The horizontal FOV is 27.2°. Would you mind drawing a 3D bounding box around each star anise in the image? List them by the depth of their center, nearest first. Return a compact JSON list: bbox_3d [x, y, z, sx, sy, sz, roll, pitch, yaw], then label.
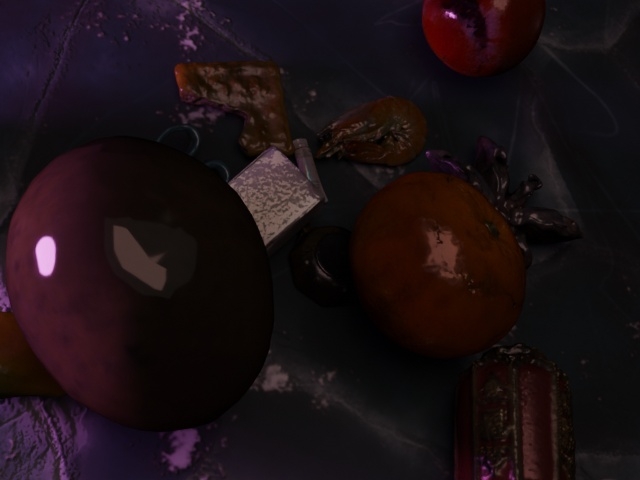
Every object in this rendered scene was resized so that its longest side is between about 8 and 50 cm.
[{"bbox_3d":[0.280,-0.062,2.112,0.198,0.110,0.258,-33,84,-28],"label":"star anise"}]

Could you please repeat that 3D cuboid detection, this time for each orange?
[{"bbox_3d":[0.171,0.038,1.945,0.284,0.226,0.284,37,34,-31],"label":"orange"}]

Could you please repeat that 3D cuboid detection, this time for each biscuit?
[{"bbox_3d":[-0.132,-0.206,2.097,0.174,0.039,0.183,-6,65,-21],"label":"biscuit"}]

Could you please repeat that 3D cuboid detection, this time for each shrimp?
[{"bbox_3d":[0.085,-0.166,2.139,0.217,0.051,0.115,-21,74,-28],"label":"shrimp"}]

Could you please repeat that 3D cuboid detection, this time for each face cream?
[{"bbox_3d":[-0.019,-0.108,2.092,0.038,0.020,0.115,-9,68,-22],"label":"face cream"}]

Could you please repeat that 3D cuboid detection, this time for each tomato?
[{"bbox_3d":[0.268,-0.376,2.206,0.208,0.208,0.184,38,41,4],"label":"tomato"}]

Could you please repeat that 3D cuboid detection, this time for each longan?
[{"bbox_3d":[-0.233,0.055,1.746,0.336,0.404,0.404,-32,76,-9],"label":"longan"}]

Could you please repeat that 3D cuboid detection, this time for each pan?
[{"bbox_3d":[-0.009,0.011,2.018,0.202,0.048,0.128,35,57,1],"label":"pan"}]

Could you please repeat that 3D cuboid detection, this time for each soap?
[{"bbox_3d":[-0.096,-0.040,1.986,0.183,0.064,0.121,-41,79,-15],"label":"soap"}]

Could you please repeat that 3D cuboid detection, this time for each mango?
[{"bbox_3d":[-0.429,0.158,1.802,0.191,0.085,0.122,5,53,-26],"label":"mango"}]

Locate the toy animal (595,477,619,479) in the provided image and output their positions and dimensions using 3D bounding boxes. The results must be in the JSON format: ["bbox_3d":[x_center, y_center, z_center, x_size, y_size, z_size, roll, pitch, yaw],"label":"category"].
[{"bbox_3d":[0.387,0.454,1.884,0.130,0.104,0.221,26,59,-5],"label":"toy animal"}]

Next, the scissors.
[{"bbox_3d":[-0.260,-0.054,1.978,0.289,0.041,0.138,-43,100,-25],"label":"scissors"}]

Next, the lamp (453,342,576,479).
[{"bbox_3d":[0.278,0.289,1.903,0.177,0.177,0.274,10,64,-12],"label":"lamp"}]
